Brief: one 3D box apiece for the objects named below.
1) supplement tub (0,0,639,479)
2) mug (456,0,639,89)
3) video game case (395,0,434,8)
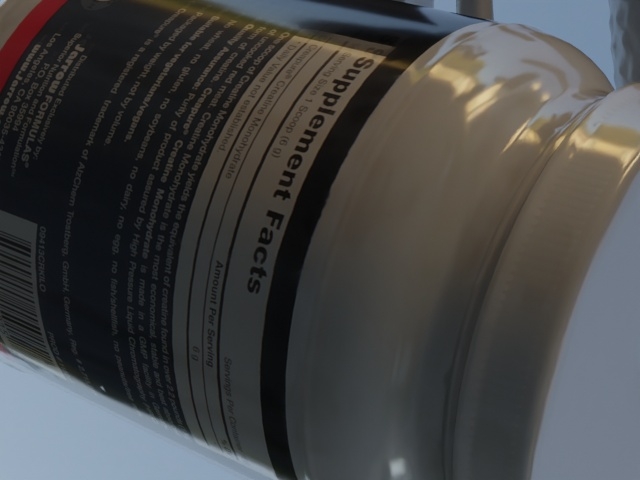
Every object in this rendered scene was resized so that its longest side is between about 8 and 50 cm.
[{"bbox_3d":[0.000,0.000,0.488,0.272,0.191,0.191,19,-80,32],"label":"supplement tub"},{"bbox_3d":[0.271,-0.148,0.796,0.276,0.373,0.328,-121,-146,-84],"label":"mug"},{"bbox_3d":[0.008,-0.358,0.940,0.329,0.036,0.300,89,-23,-46],"label":"video game case"}]
